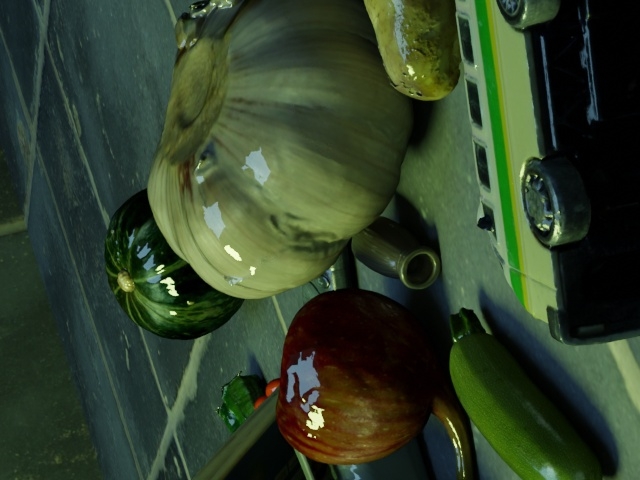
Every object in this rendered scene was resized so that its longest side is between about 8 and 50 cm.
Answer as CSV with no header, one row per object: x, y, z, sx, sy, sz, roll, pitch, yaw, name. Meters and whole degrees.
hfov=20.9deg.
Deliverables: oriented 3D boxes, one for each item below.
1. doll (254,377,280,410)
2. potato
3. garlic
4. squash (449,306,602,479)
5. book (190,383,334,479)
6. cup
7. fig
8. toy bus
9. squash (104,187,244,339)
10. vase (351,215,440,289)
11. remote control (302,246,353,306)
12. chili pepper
-0.044,0.343,2.121,0.200,0.105,0.336,124,148,-64,doll
0.078,-0.202,1.471,0.107,0.080,0.170,146,106,-73,potato
-0.039,-0.096,1.643,0.322,0.241,0.321,-177,90,-82,garlic
0.164,0.146,1.483,0.252,0.066,0.066,-127,29,-53,squash
-0.053,0.372,1.913,0.039,0.300,0.428,16,131,29,book
0.036,0.214,1.814,0.095,0.128,0.129,138,115,-68,cup
0.063,0.139,1.688,0.175,0.207,0.175,12,-90,-74,fig
0.175,-0.099,1.159,0.179,0.143,0.305,-151,49,-69,toy bus
-0.188,0.028,2.276,0.218,0.172,0.218,36,131,57,squash
0.074,0.013,1.679,0.101,0.053,0.053,32,133,59,vase
0.000,0.000,1.906,0.107,0.044,0.377,-142,42,-68,remote control
-0.064,0.275,2.271,0.227,0.059,0.088,54,140,42,chili pepper
